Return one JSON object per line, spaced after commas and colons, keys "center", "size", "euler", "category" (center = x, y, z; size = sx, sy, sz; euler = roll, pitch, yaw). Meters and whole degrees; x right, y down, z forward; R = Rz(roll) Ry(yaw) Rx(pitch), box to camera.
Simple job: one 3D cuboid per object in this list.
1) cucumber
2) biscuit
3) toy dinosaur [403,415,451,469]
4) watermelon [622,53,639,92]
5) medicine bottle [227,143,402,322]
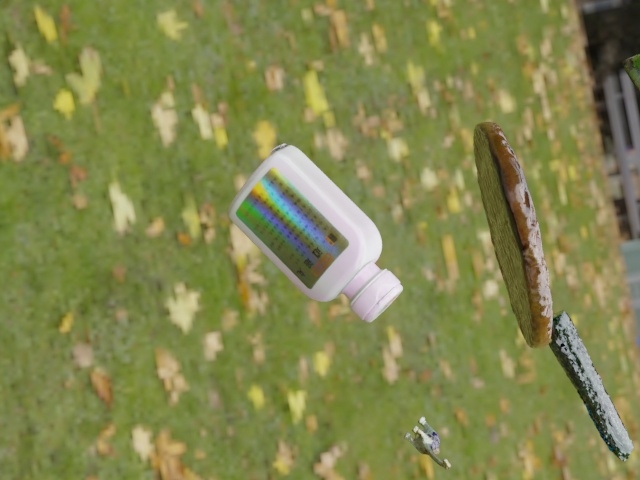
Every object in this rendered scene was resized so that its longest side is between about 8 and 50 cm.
{"center": [0.411, 0.226, 2.172], "size": [0.044, 0.043, 0.256], "euler": [-31, 95, -41], "category": "cucumber"}
{"center": [0.262, -0.008, 1.927], "size": [0.318, 0.040, 0.318], "euler": [-13, 90, -89], "category": "biscuit"}
{"center": [0.130, 0.253, 1.825], "size": [0.058, 0.037, 0.180], "euler": [53, 5, -8], "category": "toy dinosaur"}
{"center": [0.427, -0.194, 1.742], "size": [0.094, 0.135, 0.125], "euler": [-169, -78, -82], "category": "watermelon"}
{"center": [0.000, 0.000, 1.670], "size": [0.219, 0.115, 0.078], "euler": [45, 28, 8], "category": "medicine bottle"}
